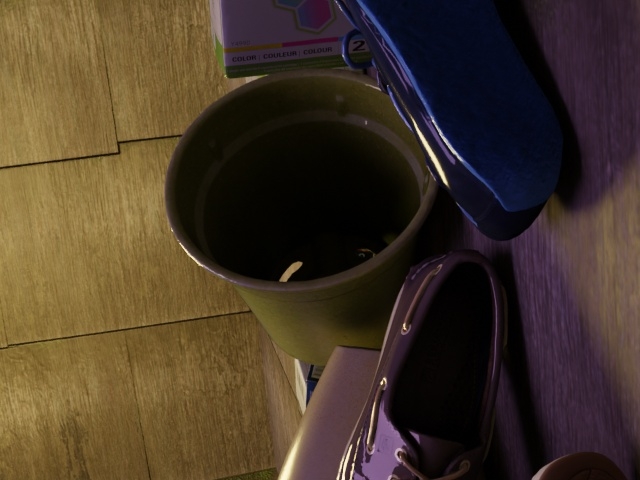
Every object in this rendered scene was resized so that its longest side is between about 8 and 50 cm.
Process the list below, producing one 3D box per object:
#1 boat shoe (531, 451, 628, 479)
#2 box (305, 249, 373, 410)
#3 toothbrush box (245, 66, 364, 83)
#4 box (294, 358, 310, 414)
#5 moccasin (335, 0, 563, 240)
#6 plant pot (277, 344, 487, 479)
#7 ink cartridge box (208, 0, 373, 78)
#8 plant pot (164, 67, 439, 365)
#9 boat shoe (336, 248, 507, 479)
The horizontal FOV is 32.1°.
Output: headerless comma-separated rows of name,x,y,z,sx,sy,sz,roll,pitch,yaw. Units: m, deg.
boat shoe,0.179,0.275,0.763,0.096,0.098,0.277,-172,72,-79
box,0.025,0.132,1.441,0.159,0.044,0.233,92,-169,-51
toothbrush box,-0.017,-0.138,1.487,0.283,0.122,0.206,-144,46,-79
box,0.011,0.237,1.762,0.101,0.087,0.102,-111,15,-52
moccasin,0.078,-0.148,0.869,0.116,0.138,0.341,89,170,-60
plant pot,0.064,0.247,1.103,0.256,0.257,0.273,163,115,-81
ink cartridge box,-0.023,-0.310,1.149,0.097,0.189,0.255,-110,15,-52
plant pot,0.000,0.000,1.199,0.254,0.276,0.276,73,-179,-55
boat shoe,0.088,0.164,0.938,0.096,0.117,0.324,119,166,-77
